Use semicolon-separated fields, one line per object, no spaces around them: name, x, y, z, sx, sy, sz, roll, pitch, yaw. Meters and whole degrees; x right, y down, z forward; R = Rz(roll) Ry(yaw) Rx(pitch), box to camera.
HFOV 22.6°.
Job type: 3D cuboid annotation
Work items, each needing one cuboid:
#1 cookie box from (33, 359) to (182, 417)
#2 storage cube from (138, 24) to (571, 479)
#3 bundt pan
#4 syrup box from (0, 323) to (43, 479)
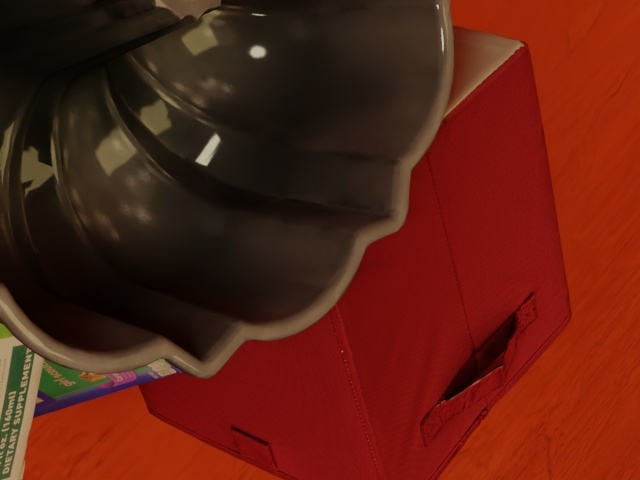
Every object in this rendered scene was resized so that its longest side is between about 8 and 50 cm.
cookie box;-0.135;0.047;0.783;0.092;0.107;0.040;54;23;-57
storage cube;0.000;0.000;0.867;0.183;0.215;0.193;-45;138;-31
bundt pan;-0.094;-0.113;0.647;0.331;0.124;0.331;-4;95;-46
syrup box;-0.220;0.064;0.625;0.237;0.096;0.093;-10;116;-60
